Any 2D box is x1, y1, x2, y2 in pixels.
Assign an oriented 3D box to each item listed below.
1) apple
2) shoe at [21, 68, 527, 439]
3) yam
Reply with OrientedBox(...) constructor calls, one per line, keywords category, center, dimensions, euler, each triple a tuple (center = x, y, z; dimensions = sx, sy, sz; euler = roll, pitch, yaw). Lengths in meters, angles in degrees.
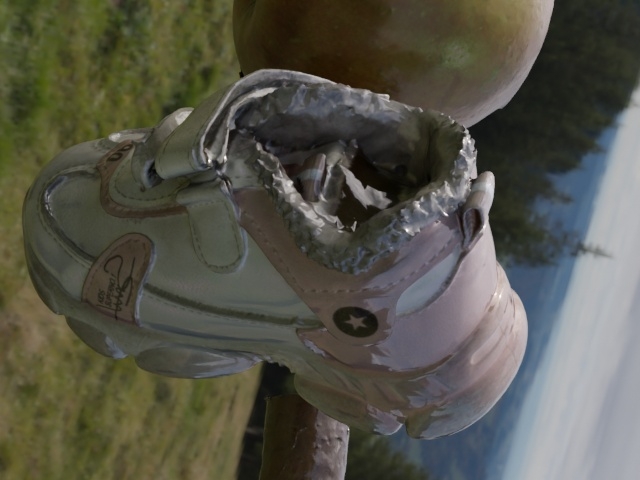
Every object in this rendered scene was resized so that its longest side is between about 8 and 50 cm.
OrientedBox(category="apple", center=(0.081, -0.284, 1.375), dimensions=(0.384, 0.374, 0.374), euler=(-33, -145, 66))
OrientedBox(category="shoe", center=(-0.037, -0.023, 0.734), dimensions=(0.198, 0.350, 0.172), euler=(84, 27, -47))
OrientedBox(category="yam", center=(-0.015, 0.198, 1.012), dimensions=(0.084, 0.084, 0.127), euler=(76, 17, -71))
